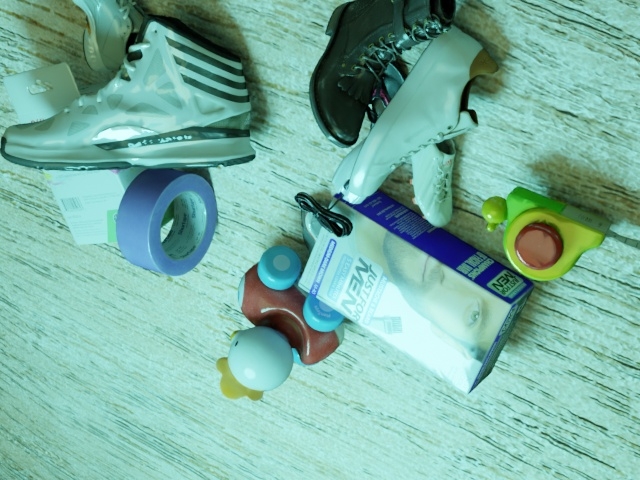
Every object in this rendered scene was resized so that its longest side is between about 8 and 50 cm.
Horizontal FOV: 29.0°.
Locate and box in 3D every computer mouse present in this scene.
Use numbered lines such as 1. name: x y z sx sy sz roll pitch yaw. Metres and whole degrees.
1. computer mouse: 0.051 -0.098 1.916 0.106 0.042 0.193 44 108 16

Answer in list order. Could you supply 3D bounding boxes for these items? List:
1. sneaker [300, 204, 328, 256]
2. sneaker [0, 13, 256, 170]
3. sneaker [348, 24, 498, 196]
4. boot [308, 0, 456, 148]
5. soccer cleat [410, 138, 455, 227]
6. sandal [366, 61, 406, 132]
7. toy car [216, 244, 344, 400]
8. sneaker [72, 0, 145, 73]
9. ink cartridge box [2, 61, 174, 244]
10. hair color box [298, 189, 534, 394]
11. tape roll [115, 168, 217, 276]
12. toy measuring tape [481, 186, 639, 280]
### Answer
1. sneaker: 0.000 0.000 2.132 0.065 0.061 0.158 38 144 54
2. sneaker: -0.330 -0.249 2.096 0.447 0.169 0.257 -1 96 11
3. sneaker: 0.150 -0.162 1.796 0.123 0.106 0.290 36 112 5
4. boot: 0.095 -0.275 1.743 0.091 0.263 0.229 21 157 -35
5. soccer cleat: 0.176 -0.109 1.893 0.076 0.068 0.196 -1 115 36
6. sandal: 0.098 -0.199 1.911 0.067 0.040 0.179 20 129 28
7. toy car: -0.100 0.170 2.146 0.210 0.238 0.219 42 154 9
8. sneaker: -0.353 -0.406 2.117 0.121 0.099 0.262 10 132 26
9. ink cartridge box: -0.424 -0.176 2.302 0.207 0.119 0.353 -3 116 40
10. hair color box: 0.148 0.072 1.984 0.339 0.110 0.185 31 120 17
11. tape roll: -0.275 -0.035 2.225 0.080 0.189 0.189 15 126 33
12. toy measuring tape: 0.381 0.024 1.784 0.330 0.121 0.121 24 131 15
